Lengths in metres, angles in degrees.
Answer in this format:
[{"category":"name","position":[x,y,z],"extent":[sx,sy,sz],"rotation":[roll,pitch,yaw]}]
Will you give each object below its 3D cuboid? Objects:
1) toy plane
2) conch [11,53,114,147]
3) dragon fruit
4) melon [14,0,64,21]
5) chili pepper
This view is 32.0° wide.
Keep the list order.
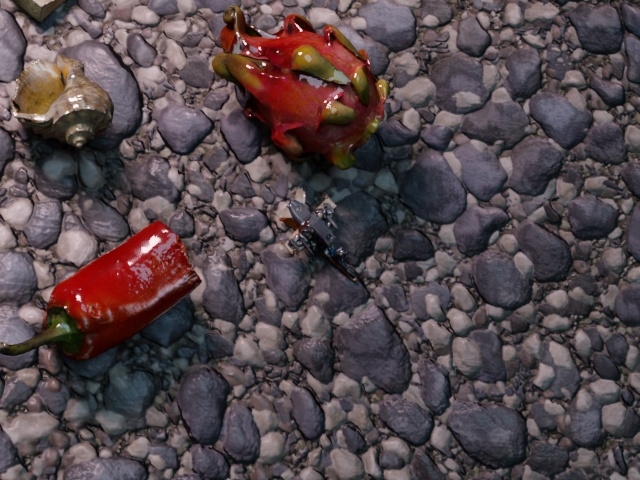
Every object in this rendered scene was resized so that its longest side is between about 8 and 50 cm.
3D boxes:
[{"category":"toy plane","position":[0.005,-0.003,1.905],"extent":[0.188,0.062,0.135],"rotation":[45,60,-1]},{"category":"conch","position":[-0.416,-0.228,1.785],"extent":[0.155,0.130,0.207],"rotation":[2,55,-35]},{"category":"dragon fruit","position":[-0.037,-0.265,1.916],"extent":[0.307,0.243,0.227],"rotation":[30,82,33]},{"category":"melon","position":[-0.509,-0.457,1.878],"extent":[0.182,0.054,0.098],"rotation":[39,56,-5]},{"category":"chili pepper","position":[-0.347,0.109,1.685],"extent":[0.338,0.131,0.134],"rotation":[-39,113,-32]}]
